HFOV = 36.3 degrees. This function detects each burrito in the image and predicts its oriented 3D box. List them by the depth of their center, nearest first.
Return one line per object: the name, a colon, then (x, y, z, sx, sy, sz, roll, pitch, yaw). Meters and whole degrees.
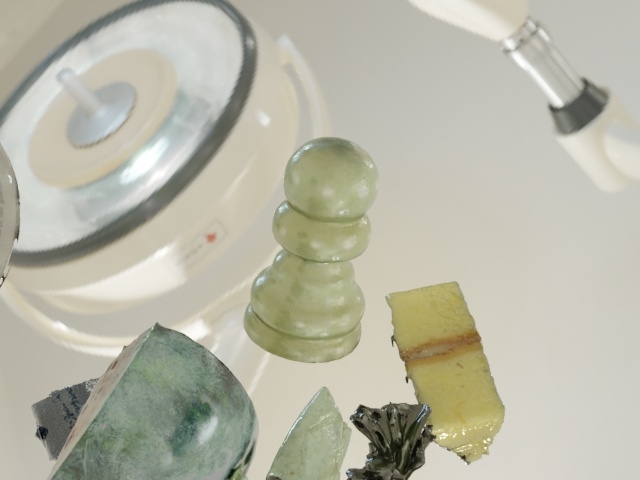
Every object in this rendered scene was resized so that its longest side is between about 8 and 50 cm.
burrito: (-0.006, 0.189, 0.854, 0.044, 0.074, 0.118, -15, -145, 35)

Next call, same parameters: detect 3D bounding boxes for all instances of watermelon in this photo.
watermelon: (-0.164, 0.253, 0.967, 0.322, 0.175, 0.188, 98, 6, -46)

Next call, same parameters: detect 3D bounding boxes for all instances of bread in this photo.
bread: (0.194, 0.193, 1.508, 0.142, 0.178, 0.266, -41, -132, 28)

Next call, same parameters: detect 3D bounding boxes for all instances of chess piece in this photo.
chess piece: (0.000, 0.000, 1.123, 0.144, 0.144, 0.251, -98, -163, -60)

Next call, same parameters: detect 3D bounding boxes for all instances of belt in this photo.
belt: (-0.352, 0.282, 1.498, 0.122, 0.128, 0.218, -24, 172, 6)

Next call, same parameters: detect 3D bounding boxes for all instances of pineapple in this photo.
pineapple: (0.086, 0.355, 1.209, 0.141, 0.170, 0.310, 75, 22, -80)

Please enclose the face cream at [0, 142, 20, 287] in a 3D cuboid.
face cream: (-0.317, -0.021, 0.655, 0.177, 0.177, 0.153, -39, 161, 19)
